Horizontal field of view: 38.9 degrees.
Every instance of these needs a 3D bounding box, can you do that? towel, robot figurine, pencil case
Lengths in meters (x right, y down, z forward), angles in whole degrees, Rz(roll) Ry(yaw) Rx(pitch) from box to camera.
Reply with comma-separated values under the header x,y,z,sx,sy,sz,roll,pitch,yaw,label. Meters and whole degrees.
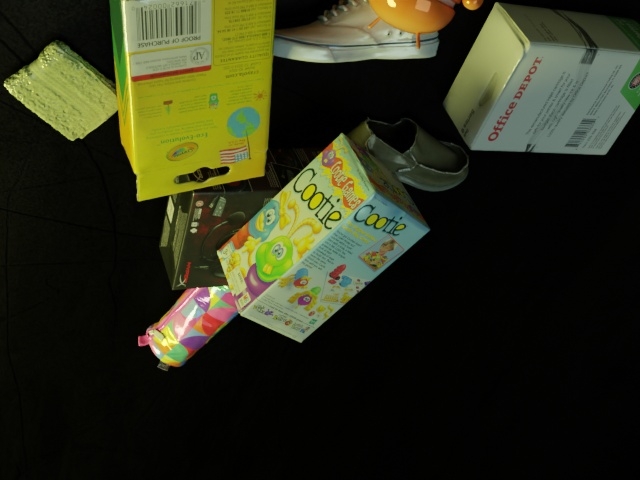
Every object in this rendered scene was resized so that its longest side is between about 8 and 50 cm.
x,y,z,sx,sy,sz,roll,pitch,yaw,label
-0.342,-0.200,1.229,0.110,0.027,0.148,-34,142,14,towel
0.137,-0.366,1.178,0.158,0.128,0.219,20,102,-13,robot figurine
-0.218,0.131,1.630,0.236,0.104,0.104,-43,138,21,pencil case

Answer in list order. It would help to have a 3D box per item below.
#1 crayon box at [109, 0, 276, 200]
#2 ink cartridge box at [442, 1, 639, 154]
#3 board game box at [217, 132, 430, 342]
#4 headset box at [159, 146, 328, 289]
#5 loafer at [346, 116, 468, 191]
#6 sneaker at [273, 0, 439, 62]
x,y,z,sx,sy,sz,roll,pitch,yaw,label
-0.172,-0.213,1.232,0.202,0.081,0.318,-12,135,-21,crayon box
0.375,-0.255,1.461,0.289,0.121,0.211,0,136,-27,ink cartridge box
0.000,0.000,1.371,0.275,0.142,0.144,-42,136,17,board game box
-0.097,-0.038,1.479,0.293,0.110,0.218,-3,136,-25,headset box
0.151,-0.146,1.496,0.251,0.094,0.087,3,139,-30,loafer
0.044,-0.303,1.278,0.258,0.094,0.091,-7,111,-17,sneaker
